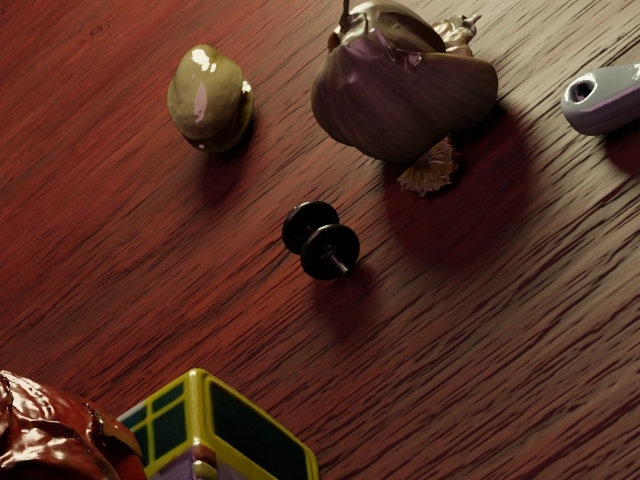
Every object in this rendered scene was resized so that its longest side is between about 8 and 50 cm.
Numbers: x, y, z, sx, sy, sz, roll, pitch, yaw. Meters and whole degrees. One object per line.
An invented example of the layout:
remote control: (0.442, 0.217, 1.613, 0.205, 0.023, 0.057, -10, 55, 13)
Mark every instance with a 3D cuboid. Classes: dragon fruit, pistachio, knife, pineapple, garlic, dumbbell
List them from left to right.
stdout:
dragon fruit: (-0.319, 0.215, 1.252, 0.302, 0.330, 0.240, -8, 71, 40)
pistachio: (-0.141, -0.179, 1.872, 0.113, 0.113, 0.149, -26, 44, 30)
dumbbell: (0.000, 0.000, 1.600, 0.069, 0.069, 0.147, -47, 38, 6)
garlic: (0.092, -0.218, 1.591, 0.207, 0.256, 0.207, -3, 22, 1)
pineapple: (0.119, -0.073, 1.559, 0.083, 0.045, 0.019, -37, -4, 33)
knife: (0.381, -0.190, 1.392, 0.331, 0.044, 0.080, -25, 36, 22)

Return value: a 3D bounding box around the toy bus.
toy bus: (-0.216, 0.335, 1.426, 0.440, 0.209, 0.249, -34, 38, 21)
